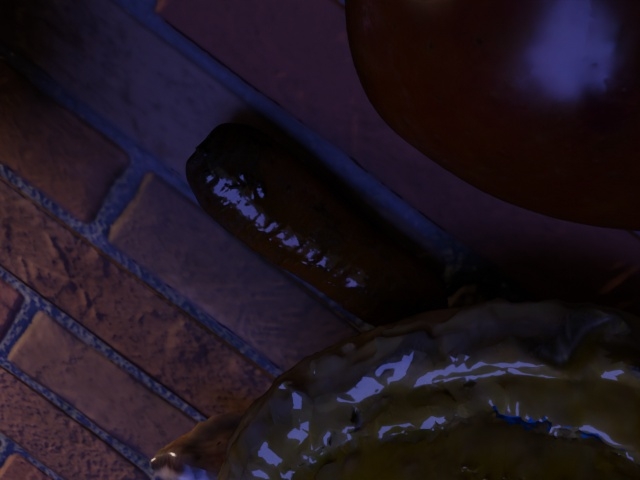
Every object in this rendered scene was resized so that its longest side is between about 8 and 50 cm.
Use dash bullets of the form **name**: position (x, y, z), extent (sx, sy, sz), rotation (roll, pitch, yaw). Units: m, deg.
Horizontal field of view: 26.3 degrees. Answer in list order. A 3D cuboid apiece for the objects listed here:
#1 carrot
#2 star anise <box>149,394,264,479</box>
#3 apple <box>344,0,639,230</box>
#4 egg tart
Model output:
- **carrot**: position (0.000, 0.000, 0.811), extent (0.186, 0.060, 0.060), rotation (38, 137, -11)
- **star anise**: position (-0.003, 0.188, 0.958), extent (0.236, 0.093, 0.229), rotation (28, 137, 2)
- **apple**: position (0.116, -0.114, 0.534), extent (0.230, 0.230, 0.230), rotation (16, 135, 17)
- **egg tart**: position (0.114, 0.210, 0.796), extent (0.387, 0.169, 0.388), rotation (4, 124, 5)
